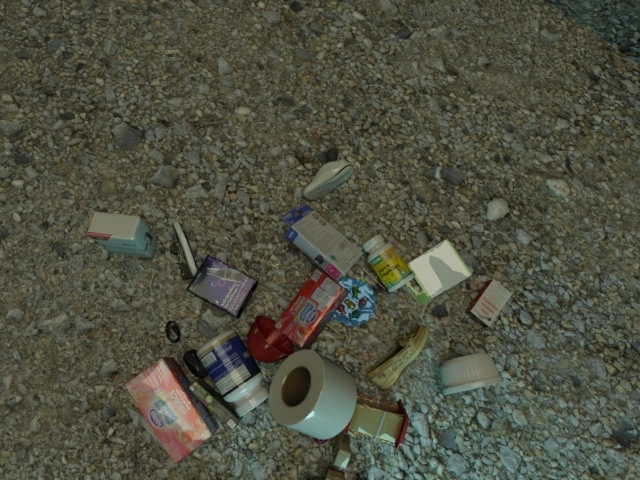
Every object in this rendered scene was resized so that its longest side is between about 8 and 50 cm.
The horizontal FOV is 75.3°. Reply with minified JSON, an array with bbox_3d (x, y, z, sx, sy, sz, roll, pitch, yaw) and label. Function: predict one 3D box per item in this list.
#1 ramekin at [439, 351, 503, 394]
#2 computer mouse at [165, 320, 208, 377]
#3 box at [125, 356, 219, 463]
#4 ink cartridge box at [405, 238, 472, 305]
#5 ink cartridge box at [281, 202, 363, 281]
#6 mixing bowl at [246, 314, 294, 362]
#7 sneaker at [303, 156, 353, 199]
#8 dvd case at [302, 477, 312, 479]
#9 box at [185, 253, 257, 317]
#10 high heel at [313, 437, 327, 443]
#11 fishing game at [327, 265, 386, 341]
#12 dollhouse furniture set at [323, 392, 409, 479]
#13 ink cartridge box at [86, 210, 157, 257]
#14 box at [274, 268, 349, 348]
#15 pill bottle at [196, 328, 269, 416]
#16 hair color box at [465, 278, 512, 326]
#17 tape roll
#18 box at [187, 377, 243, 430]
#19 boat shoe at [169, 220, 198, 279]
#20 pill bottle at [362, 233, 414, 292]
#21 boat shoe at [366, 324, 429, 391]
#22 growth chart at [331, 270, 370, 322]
[{"bbox_3d":[0.521,0.468,1.465,0.208,0.207,0.108,-9,66,-8],"label":"ramekin"},{"bbox_3d":[-0.470,0.379,1.464,0.242,0.041,0.071,49,36,11],"label":"computer mouse"},{"bbox_3d":[-0.485,0.551,1.374,0.142,0.154,0.299,-35,82,-13],"label":"box"},{"bbox_3d":[0.443,0.124,1.623,0.235,0.056,0.171,-34,79,10],"label":"ink cartridge box"},{"bbox_3d":[0.000,0.000,1.563,0.311,0.065,0.186,43,36,5],"label":"ink cartridge box"},{"bbox_3d":[-0.191,0.362,1.456,0.181,0.181,0.098,45,98,7],"label":"mixing bowl"},{"bbox_3d":[0.018,-0.250,1.677,0.235,0.090,0.094,-34,68,-16],"label":"sneaker"},{"bbox_3d":[-0.010,0.889,1.305,0.165,0.018,0.221,19,77,-1],"label":"dvd case"},{"bbox_3d":[-0.354,0.169,1.511,0.207,0.108,0.153,26,75,2],"label":"box"},{"bbox_3d":[0.028,0.571,1.432,0.082,0.117,0.243,24,75,2],"label":"high heel"},{"bbox_3d":[0.117,0.226,1.552,0.189,0.041,0.264,44,77,3],"label":"fishing game"},{"bbox_3d":[0.140,0.716,1.412,0.202,0.152,0.373,18,92,-1],"label":"dollhouse furniture set"},{"bbox_3d":[-0.694,-0.016,1.472,0.159,0.218,0.092,7,69,-3],"label":"ink cartridge box"},{"bbox_3d":[-0.028,0.246,1.481,0.128,0.122,0.256,34,84,20],"label":"box"},{"bbox_3d":[-0.293,0.451,1.418,0.153,0.153,0.264,-33,81,-12],"label":"pill bottle"},{"bbox_3d":[0.652,0.243,1.609,0.093,0.053,0.167,41,74,5],"label":"hair color box"},{"bbox_3d":[-0.026,0.502,1.356,0.169,0.246,0.246,40,71,-33],"label":"tape roll"},{"bbox_3d":[-0.355,0.552,1.406,0.207,0.114,0.036,41,75,5],"label":"box"},{"bbox_3d":[-0.524,0.039,1.551,0.076,0.080,0.228,-21,85,-12],"label":"boat shoe"},{"bbox_3d":[0.253,0.083,1.582,0.118,0.117,0.208,-31,80,-12],"label":"pill bottle"},{"bbox_3d":[0.287,0.410,1.506,0.089,0.104,0.285,41,76,3],"label":"boat shoe"},{"bbox_3d":[0.072,0.225,1.580,0.238,0.021,0.171,-13,78,-8],"label":"growth chart"}]
